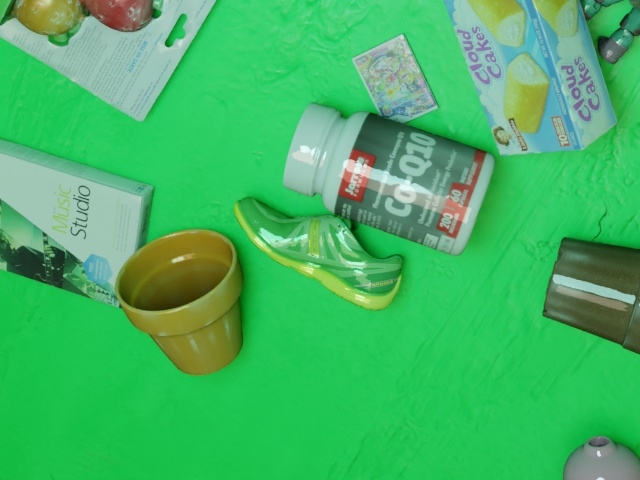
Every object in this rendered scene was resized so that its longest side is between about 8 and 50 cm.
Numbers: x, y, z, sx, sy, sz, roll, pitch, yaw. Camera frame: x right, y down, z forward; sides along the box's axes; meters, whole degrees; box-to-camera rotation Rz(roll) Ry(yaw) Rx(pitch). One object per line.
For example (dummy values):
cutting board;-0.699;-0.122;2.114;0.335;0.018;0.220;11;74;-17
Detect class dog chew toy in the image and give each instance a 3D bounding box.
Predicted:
dog chew toy;0.477;0.478;1.473;0.206;0.206;0.332;-8;104;19

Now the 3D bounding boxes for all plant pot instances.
plant pot;-0.214;0.116;1.506;0.205;0.205;0.188;-3;129;17
plant pot;0.422;0.073;1.324;0.165;0.167;0.167;16;118;18

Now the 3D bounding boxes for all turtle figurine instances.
turtle figurine;0.428;-0.340;1.149;0.175;0.118;0.234;50;127;2

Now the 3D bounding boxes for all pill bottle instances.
pill bottle;0.098;-0.095;1.325;0.283;0.161;0.161;19;118;6

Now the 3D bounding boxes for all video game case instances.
video game case;0.111;-0.235;1.342;0.087;0.011;0.122;-22;107;23

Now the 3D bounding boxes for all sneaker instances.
sneaker;0.000;0.000;1.446;0.295;0.109;0.124;28;96;3

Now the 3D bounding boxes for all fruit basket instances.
fruit basket;-0.343;-0.395;1.340;0.353;0.165;0.327;28;120;-16

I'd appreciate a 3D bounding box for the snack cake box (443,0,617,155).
snack cake box;0.276;-0.252;1.205;0.152;0.089;0.264;1;120;54

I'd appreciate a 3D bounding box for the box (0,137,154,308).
box;-0.459;-0.030;1.572;0.321;0.058;0.232;17;117;8
